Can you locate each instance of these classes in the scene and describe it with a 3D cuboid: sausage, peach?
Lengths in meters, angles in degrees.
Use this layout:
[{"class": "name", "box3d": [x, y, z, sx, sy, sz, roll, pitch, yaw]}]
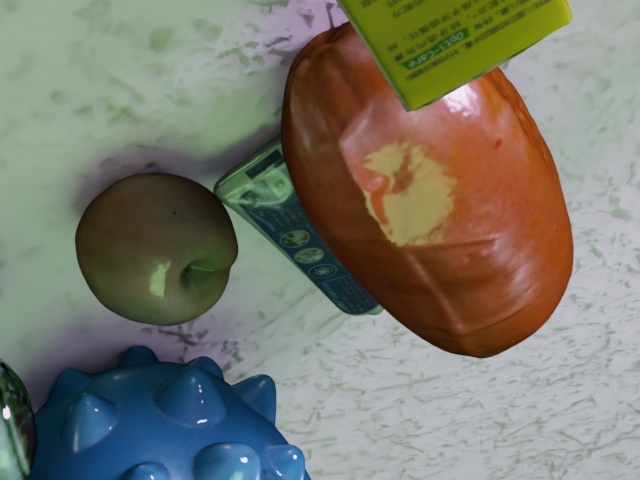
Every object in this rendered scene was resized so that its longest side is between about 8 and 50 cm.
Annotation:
[{"class": "sausage", "box3d": [0.063, -0.020, 0.622, 0.133, 0.133, 0.258, -27, 148, 8]}, {"class": "peach", "box3d": [-0.084, 0.003, 0.613, 0.083, 0.083, 0.083, -16, 148, -10]}]

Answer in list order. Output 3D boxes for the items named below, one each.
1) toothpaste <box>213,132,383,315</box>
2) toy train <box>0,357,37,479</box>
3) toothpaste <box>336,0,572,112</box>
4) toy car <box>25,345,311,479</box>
[{"class": "toothpaste", "box3d": [0.000, 0.000, 0.700, 0.057, 0.035, 0.197, -36, 144, 2]}, {"class": "toy train", "box3d": [-0.352, 0.088, 0.500, 0.442, 0.179, 0.272, -14, 139, -13]}, {"class": "toothpaste", "box3d": [-0.009, -0.171, 0.365, 0.077, 0.110, 0.327, -30, 148, 8]}, {"class": "toy car", "box3d": [-0.085, 0.170, 0.717, 0.188, 0.255, 0.190, -1, 127, -31]}]
